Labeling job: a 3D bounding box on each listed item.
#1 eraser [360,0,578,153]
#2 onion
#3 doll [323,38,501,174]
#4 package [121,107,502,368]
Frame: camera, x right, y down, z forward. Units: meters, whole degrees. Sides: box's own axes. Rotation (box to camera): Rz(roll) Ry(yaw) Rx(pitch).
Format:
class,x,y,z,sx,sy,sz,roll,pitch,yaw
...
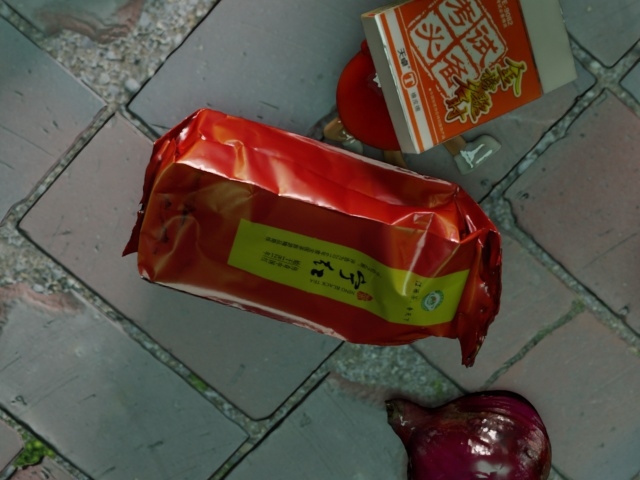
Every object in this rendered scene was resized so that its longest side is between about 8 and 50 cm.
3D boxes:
class,x,y,z,sx,sy,sz,roll,pitch,yaw
eraser,0.166,-0.208,1.477,0.230,0.038,0.157,-26,108,-23
onion,0.166,0.262,1.644,0.218,0.140,0.195,36,112,-7
doll,0.087,-0.142,1.535,0.183,0.085,0.217,-30,123,12
package,-0.001,0.000,1.534,0.424,0.123,0.196,16,129,-2
